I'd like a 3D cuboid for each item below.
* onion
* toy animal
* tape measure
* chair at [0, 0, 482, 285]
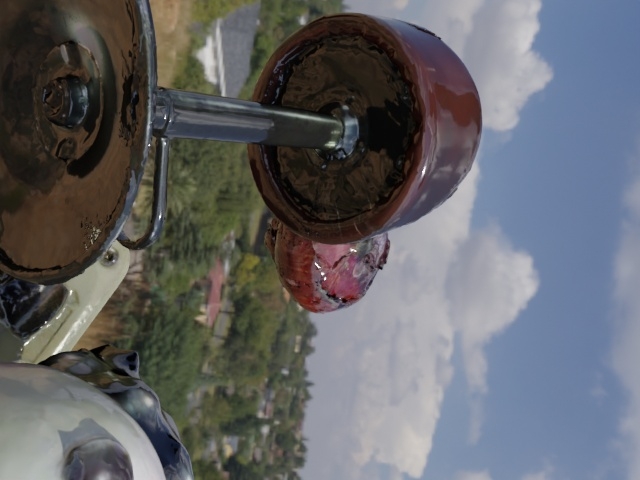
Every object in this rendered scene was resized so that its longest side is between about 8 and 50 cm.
[{"bbox_3d":[0.000,0.000,0.903,0.184,0.147,0.184,-36,133,-52],"label":"onion"},{"bbox_3d":[-0.198,0.186,0.498,0.267,0.212,0.213,70,26,-85],"label":"toy animal"},{"bbox_3d":[-0.361,0.055,0.757,0.271,0.231,0.133,-57,-161,-12],"label":"tape measure"},{"bbox_3d":[-0.052,-0.094,0.573,0.401,0.226,0.227,-5,104,-52],"label":"chair"}]
